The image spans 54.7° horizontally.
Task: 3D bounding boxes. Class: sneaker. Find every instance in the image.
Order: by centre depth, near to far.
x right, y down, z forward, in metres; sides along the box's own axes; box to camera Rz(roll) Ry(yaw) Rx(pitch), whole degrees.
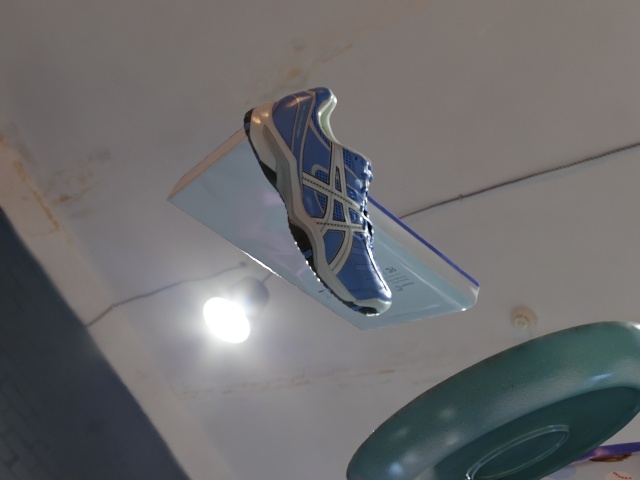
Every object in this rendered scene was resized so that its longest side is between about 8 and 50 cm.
[{"bbox_3d":[0.013,-0.034,0.533,0.081,0.080,0.211,-27,-87,11],"label":"sneaker"}]

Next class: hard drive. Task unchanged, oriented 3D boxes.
[{"bbox_3d":[0.000,0.000,0.723,0.318,0.040,0.210,36,-32,-22],"label":"hard drive"}]

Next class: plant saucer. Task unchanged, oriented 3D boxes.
[{"bbox_3d":[0.180,0.186,0.583,0.318,0.317,0.044,-63,-141,40],"label":"plant saucer"}]

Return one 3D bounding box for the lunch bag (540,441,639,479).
[{"bbox_3d":[0.379,0.387,0.658,0.385,0.328,0.239,-10,-66,10],"label":"lunch bag"}]
